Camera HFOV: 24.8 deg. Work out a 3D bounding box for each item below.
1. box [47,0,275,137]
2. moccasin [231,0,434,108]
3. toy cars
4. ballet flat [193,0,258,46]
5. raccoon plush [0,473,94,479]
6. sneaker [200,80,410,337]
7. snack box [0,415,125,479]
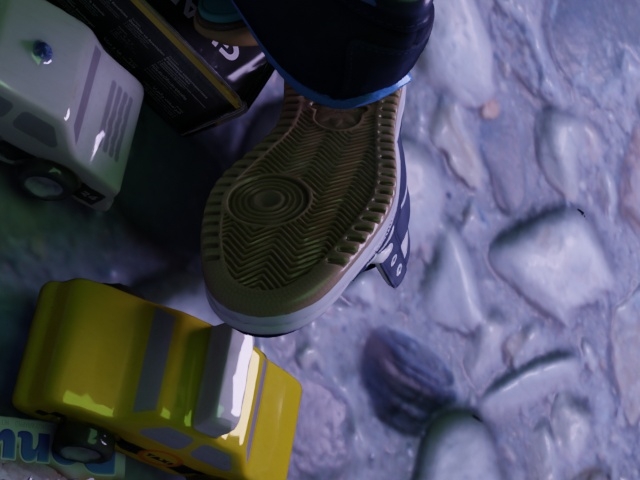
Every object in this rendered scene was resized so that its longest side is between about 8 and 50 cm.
[{"bbox_3d":[-0.115,-0.268,0.923,0.322,0.079,0.257,46,53,-23],"label":"box"},{"bbox_3d":[-0.040,-0.237,0.796,0.138,0.117,0.342,-38,84,-28],"label":"moccasin"},{"bbox_3d":[-0.122,-0.006,0.832,0.176,0.087,0.393,-33,97,-45],"label":"toy cars"},{"bbox_3d":[0.007,-0.170,0.909,0.232,0.080,0.073,-49,142,-34],"label":"ballet flat"},{"bbox_3d":[-0.203,0.093,0.592,0.446,0.299,0.216,0,83,-34],"label":"raccoon plush"},{"bbox_3d":[0.000,0.000,0.877,0.282,0.099,0.153,-71,165,-51],"label":"sneaker"},{"bbox_3d":[-0.189,0.128,0.803,0.178,0.022,0.064,13,70,-37],"label":"snack box"}]
